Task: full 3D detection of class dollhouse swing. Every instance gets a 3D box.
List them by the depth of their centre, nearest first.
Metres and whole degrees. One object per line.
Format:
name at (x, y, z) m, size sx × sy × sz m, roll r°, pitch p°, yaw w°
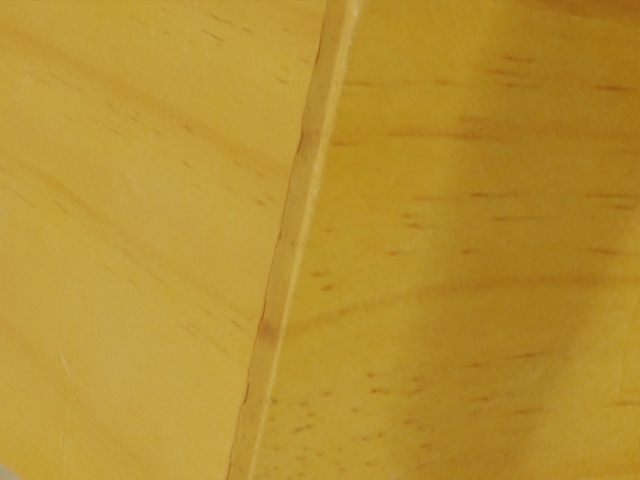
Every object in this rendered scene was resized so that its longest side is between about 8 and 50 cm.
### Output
dollhouse swing at (0.000, 0.000, 0.917) m, size 0.315 × 0.305 × 0.347 m, roll 5°, pitch 104°, yaw -26°
